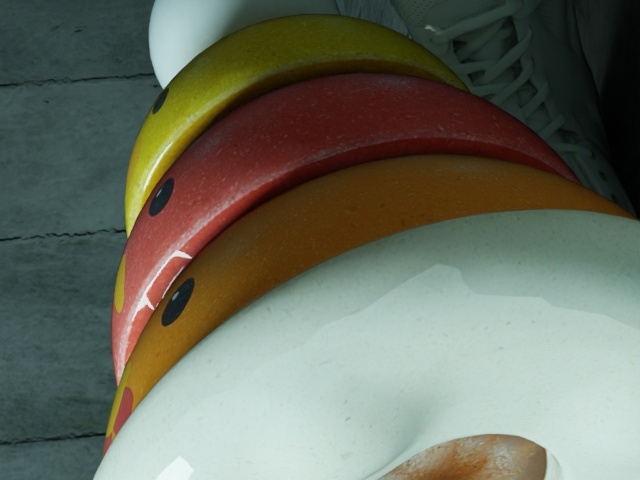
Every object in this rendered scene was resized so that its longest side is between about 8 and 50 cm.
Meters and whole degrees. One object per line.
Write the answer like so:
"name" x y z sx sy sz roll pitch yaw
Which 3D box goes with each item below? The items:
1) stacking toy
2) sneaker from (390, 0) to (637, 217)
"stacking toy" 0.000 0.000 1.081 0.480 0.350 0.350 -115 19 -46
"sneaker" 0.122 -0.084 1.176 0.292 0.108 0.169 52 -161 -47
